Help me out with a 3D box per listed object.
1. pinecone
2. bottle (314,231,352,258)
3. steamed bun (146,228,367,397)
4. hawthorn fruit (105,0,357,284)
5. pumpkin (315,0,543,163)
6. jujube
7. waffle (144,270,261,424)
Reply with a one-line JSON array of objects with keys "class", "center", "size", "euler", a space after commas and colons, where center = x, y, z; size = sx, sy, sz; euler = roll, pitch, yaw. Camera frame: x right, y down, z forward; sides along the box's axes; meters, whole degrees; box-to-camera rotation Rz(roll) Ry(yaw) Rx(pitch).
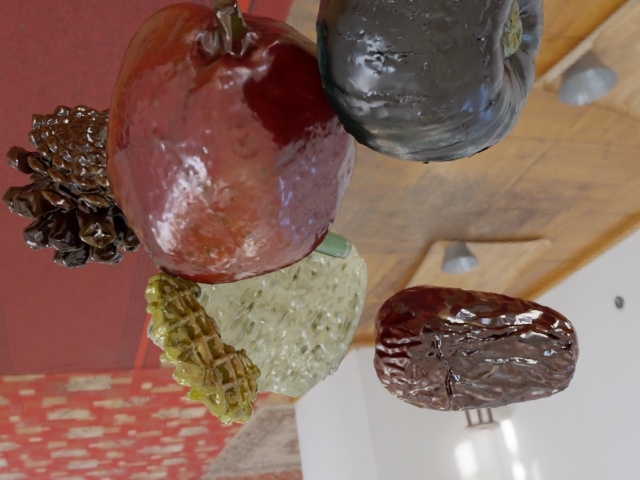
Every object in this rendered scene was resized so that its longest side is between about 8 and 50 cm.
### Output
[{"class": "pinecone", "center": [-0.367, -0.070, 1.160], "size": [0.264, 0.264, 0.264], "euler": [-7, 155, -3]}, {"class": "bottle", "center": [0.000, 0.000, 0.899], "size": [0.083, 0.030, 0.030], "euler": [18, 145, -34]}, {"class": "steamed bun", "center": [-0.072, 0.093, 1.108], "size": [0.290, 0.272, 0.273], "euler": [-54, 175, 0]}, {"class": "hawthorn fruit", "center": [-0.091, -0.115, 0.742], "size": [0.265, 0.265, 0.307], "euler": [-6, 140, -5]}, {"class": "pumpkin", "center": [0.093, -0.177, 0.614], "size": [0.163, 0.233, 0.233], "euler": [11, 167, 31]}, {"class": "jujube", "center": [0.262, 0.181, 1.258], "size": [0.342, 0.216, 0.216], "euler": [2, 156, 6]}, {"class": "waffle", "center": [-0.130, 0.119, 0.839], "size": [0.051, 0.149, 0.194], "euler": [-30, 117, 15]}]
